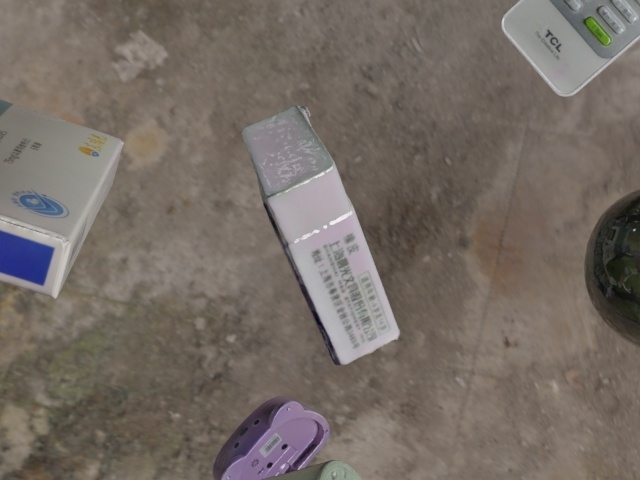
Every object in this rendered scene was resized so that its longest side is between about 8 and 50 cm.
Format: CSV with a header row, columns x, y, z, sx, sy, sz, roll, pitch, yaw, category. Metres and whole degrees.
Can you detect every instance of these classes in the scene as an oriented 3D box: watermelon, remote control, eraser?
x,y,z,sx,sy,sz,roll,pitch,yaw,category
0.414,0.033,1.326,0.212,0.212,0.212,-6,70,17,watermelon
0.281,-0.242,1.024,0.250,0.034,0.103,-41,86,22,remote control
0.000,0.000,1.257,0.086,0.287,0.130,-24,44,-2,eraser

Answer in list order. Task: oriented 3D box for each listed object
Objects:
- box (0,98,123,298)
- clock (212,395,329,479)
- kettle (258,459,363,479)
x,y,z,sx,sy,sz,roll,pitch,yaw,category
-0.321,-0.061,1.154,0.200,0.343,0.065,19,109,-8,box
-0.068,0.251,1.384,0.152,0.110,0.050,-48,45,-11,clock
-0.068,0.320,1.000,0.255,0.240,0.165,-20,34,17,kettle
